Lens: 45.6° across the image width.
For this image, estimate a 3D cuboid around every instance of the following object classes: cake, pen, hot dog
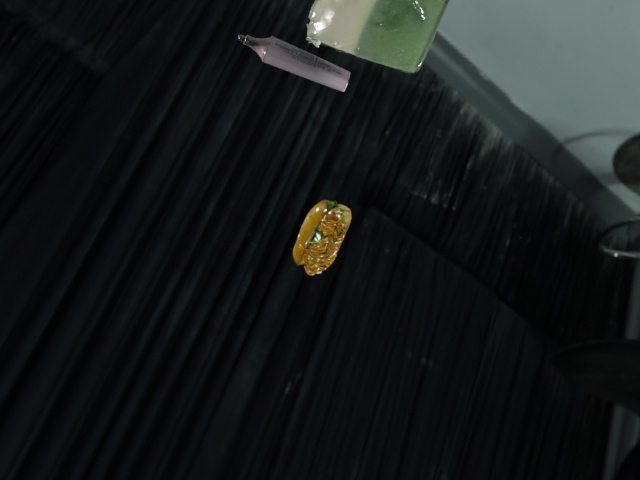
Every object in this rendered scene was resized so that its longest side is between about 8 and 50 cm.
[{"bbox_3d":[0.056,-0.272,1.035,0.158,0.172,0.283,22,161,-6],"label":"cake"},{"bbox_3d":[-0.045,-0.303,1.272,0.197,0.053,0.032,20,136,-9],"label":"pen"},{"bbox_3d":[0.000,0.000,1.230,0.072,0.055,0.188,13,144,-7],"label":"hot dog"}]
